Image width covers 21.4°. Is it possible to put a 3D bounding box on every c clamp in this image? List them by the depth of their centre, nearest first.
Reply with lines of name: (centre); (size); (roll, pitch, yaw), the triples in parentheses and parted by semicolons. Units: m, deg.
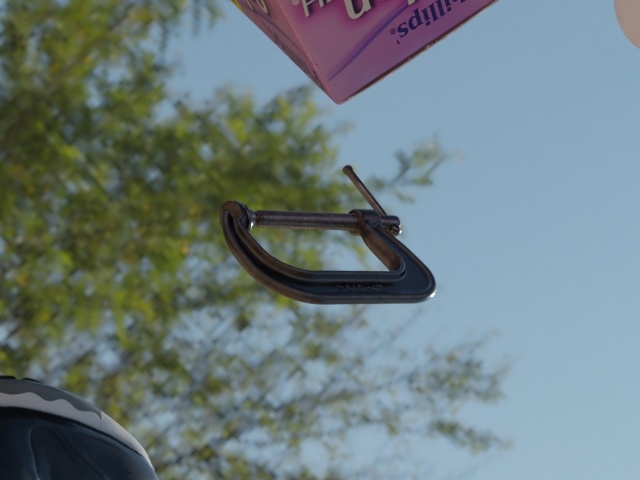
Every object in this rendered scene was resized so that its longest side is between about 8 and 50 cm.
c clamp: (0.000, 0.000, 1.024); (0.137, 0.161, 0.022); (45, -58, 34)

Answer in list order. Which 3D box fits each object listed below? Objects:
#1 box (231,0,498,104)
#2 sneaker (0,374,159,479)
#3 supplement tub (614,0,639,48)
box: (-0.032, -0.233, 0.960); (0.243, 0.117, 0.213); (57, -4, -33)
sneaker: (-0.166, 0.118, 0.604); (0.283, 0.107, 0.124); (16, 33, -43)
supplement tub: (0.227, -0.143, 1.016); (0.071, 0.107, 0.071); (2, -85, 31)
